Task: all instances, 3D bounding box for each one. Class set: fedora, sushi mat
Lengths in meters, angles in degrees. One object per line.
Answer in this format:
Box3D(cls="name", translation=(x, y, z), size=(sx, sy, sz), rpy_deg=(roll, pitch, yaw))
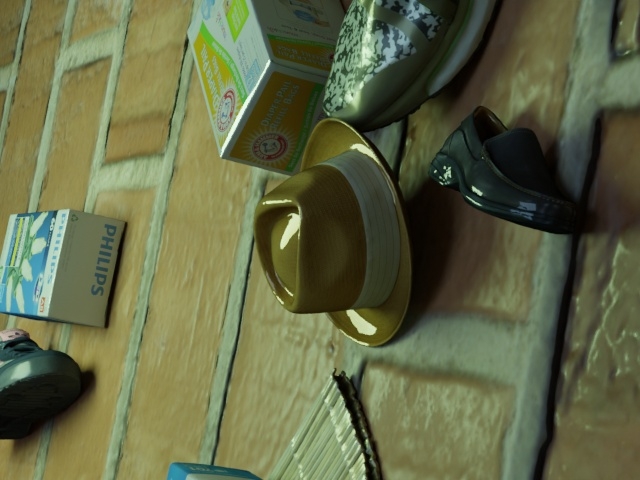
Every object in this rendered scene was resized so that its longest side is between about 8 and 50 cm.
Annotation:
Box3D(cls="fedora", translation=(0.000, 0.000, 1.226), size=(0.194, 0.079, 0.194), rpy_deg=(40, 137, 51))
Box3D(cls="sushi mat", translation=(-0.034, 0.266, 1.309), size=(0.316, 0.019, 0.151), rpy_deg=(-60, 29, 32))

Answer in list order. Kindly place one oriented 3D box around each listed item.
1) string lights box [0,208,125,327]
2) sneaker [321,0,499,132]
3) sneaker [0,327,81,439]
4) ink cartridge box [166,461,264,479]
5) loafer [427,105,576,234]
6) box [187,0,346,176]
Box3D(cls="string lights box", translation=(-0.330, 0.034, 1.956), size=(0.260, 0.077, 0.133), rpy_deg=(-3, 75, 64))
Box3D(cls="sneaker", translation=(0.056, -0.279, 1.176), size=(0.410, 0.182, 0.158), rpy_deg=(-68, 27, 20))
Box3D(cls="sneaker", translation=(-0.385, 0.162, 1.971), size=(0.319, 0.112, 0.131), rpy_deg=(-32, 54, 55))
Box3D(cls="ink cartridge box", translation=(-0.069, 0.269, 1.263), size=(0.191, 0.082, 0.139), rpy_deg=(13, 90, 66))
Box3D(cls="loafer", translation=(0.127, -0.049, 1.073), size=(0.170, 0.062, 0.061), rpy_deg=(39, 109, 61))
Box3D(cls="box", translation=(-0.040, -0.163, 1.414), size=(0.114, 0.103, 0.203), rpy_deg=(-60, 30, 32))
